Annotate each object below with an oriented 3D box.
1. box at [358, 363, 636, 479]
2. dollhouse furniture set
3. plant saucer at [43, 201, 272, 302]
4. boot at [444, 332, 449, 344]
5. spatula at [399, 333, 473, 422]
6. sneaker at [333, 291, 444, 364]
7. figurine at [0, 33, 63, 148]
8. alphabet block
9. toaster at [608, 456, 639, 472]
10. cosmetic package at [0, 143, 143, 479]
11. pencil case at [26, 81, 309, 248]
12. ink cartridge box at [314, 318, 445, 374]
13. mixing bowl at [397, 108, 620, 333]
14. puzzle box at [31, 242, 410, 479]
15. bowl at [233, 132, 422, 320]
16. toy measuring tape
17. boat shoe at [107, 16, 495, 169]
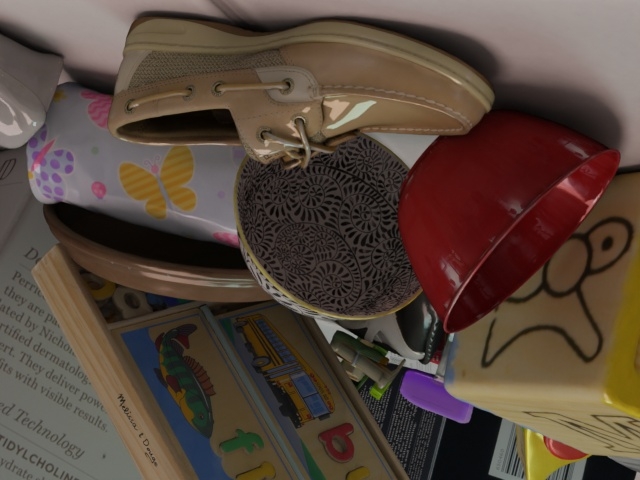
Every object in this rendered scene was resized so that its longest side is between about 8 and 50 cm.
[{"bbox_3d":[0.214,0.310,2.084,0.293,0.212,0.395,20,166,-16],"label":"box"},{"bbox_3d":[0.052,0.118,1.559,0.076,0.058,0.152,35,163,6],"label":"dollhouse furniture set"},{"bbox_3d":[-0.115,-0.003,1.356,0.277,0.041,0.278,9,-163,-3],"label":"plant saucer"},{"bbox_3d":[0.263,0.093,1.506,0.295,0.104,0.211,15,156,17],"label":"boot"},{"bbox_3d":[0.141,0.101,1.541,0.084,0.030,0.296,19,137,8],"label":"spatula"},{"bbox_3d":[0.055,0.047,1.465,0.146,0.122,0.330,22,169,-3],"label":"sneaker"},{"bbox_3d":[-0.353,-0.154,1.264,0.209,0.092,0.215,29,160,-28],"label":"figurine"},{"bbox_3d":[0.248,0.068,1.212,0.193,0.192,0.197,23,165,-30],"label":"alphabet block"},{"bbox_3d":[0.431,0.219,1.691,0.227,0.129,0.146,20,169,-23],"label":"toaster"},{"bbox_3d":[-0.309,0.148,1.616,0.327,0.394,0.329,35,158,-26],"label":"cosmetic package"},{"bbox_3d":[-0.116,-0.061,1.285,0.273,0.114,0.124,13,-163,13],"label":"pencil case"},{"bbox_3d":[0.065,0.090,1.710,0.175,0.072,0.127,14,165,8],"label":"ink cartridge box"},{"bbox_3d":[0.123,-0.030,1.088,0.098,0.181,0.181,46,173,18],"label":"mixing bowl"},{"bbox_3d":[-0.071,0.162,1.411,0.272,0.409,0.052,-13,157,-51],"label":"puzzle box"},{"bbox_3d":[0.000,0.000,1.154,0.170,0.170,0.080,20,146,-13],"label":"bowl"},{"bbox_3d":[0.299,0.259,1.794,0.121,0.121,0.330,9,123,26],"label":"toy measuring tape"},{"bbox_3d":[-0.021,-0.097,1.073,0.302,0.098,0.109,9,164,27],"label":"boat shoe"}]
